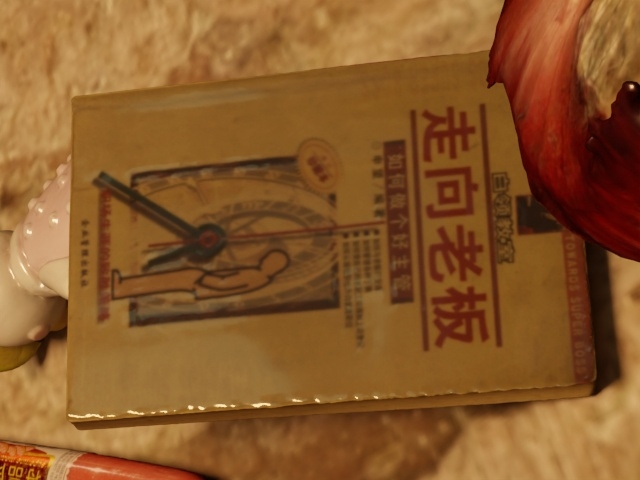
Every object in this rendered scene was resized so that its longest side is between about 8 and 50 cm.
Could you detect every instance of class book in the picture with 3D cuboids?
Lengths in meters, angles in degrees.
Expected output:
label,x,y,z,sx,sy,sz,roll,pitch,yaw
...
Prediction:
label,x,y,z,sx,sy,sz,roll,pitch,yaw
book,0.000,0.000,0.752,0.231,0.026,0.161,-5,70,10

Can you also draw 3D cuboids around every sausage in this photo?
label,x,y,z,sx,sy,sz,roll,pitch,yaw
sausage,-0.147,0.120,0.864,0.253,0.034,0.034,1,75,36

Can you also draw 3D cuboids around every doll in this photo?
label,x,y,z,sx,sy,sz,roll,pitch,yaw
doll,-0.126,0.001,0.859,0.207,0.081,0.129,-36,28,23

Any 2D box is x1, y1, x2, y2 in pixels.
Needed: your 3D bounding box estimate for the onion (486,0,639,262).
label,x,y,z,sx,sy,sz,roll,pitch,yaw
onion,0.184,-0.104,0.636,0.272,0.195,0.272,-53,17,24
